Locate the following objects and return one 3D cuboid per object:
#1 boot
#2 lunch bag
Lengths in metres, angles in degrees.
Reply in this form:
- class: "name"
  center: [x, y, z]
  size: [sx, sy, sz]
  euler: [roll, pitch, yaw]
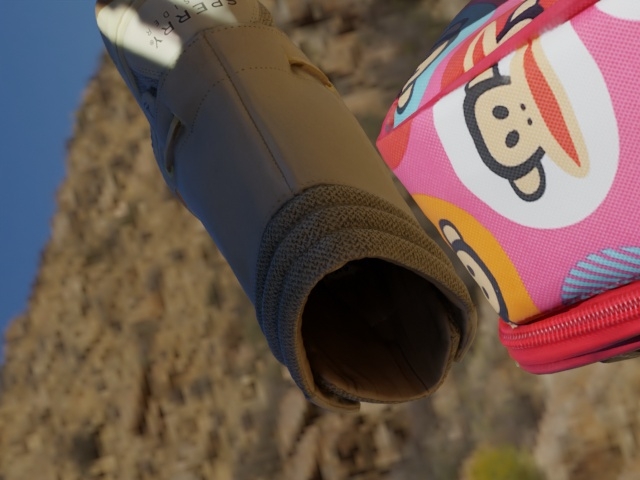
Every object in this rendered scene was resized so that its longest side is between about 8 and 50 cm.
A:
- class: "boot"
  center: [0.000, 0.000, 0.897]
  size: [0.203, 0.095, 0.262]
  euler: [57, 176, 31]
- class: "lunch bag"
  center: [0.181, -0.087, 0.550]
  size: [0.258, 0.293, 0.120]
  euler: [-28, 95, 53]
